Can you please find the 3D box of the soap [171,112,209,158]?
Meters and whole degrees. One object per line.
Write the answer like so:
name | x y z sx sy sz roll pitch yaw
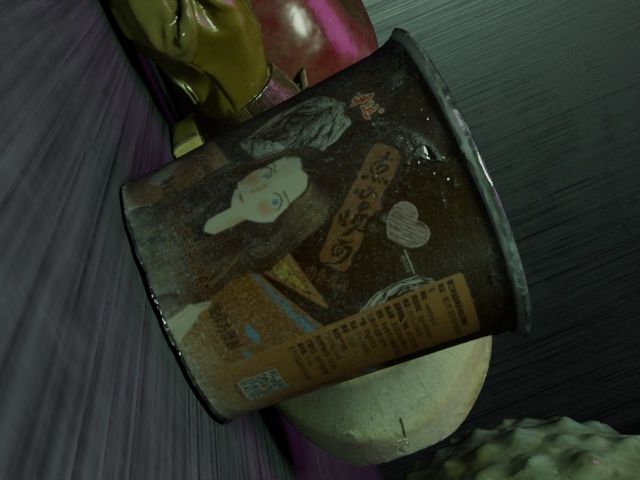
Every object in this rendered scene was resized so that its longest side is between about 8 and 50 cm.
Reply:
soap | -0.096 -0.011 1.058 0.092 0.037 0.252 -115 -178 -66

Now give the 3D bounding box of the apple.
apple | -0.091 -0.263 1.251 0.344 0.269 0.344 50 22 -28

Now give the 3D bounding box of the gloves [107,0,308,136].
gloves | -0.128 -0.227 0.950 0.154 0.141 0.331 -97 163 -48

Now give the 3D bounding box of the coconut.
coconut | 0.041 0.085 0.892 0.230 0.227 0.227 69 -1 -64

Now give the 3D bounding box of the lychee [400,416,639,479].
lychee | 0.107 0.213 0.480 0.274 0.255 0.255 -2 66 -58

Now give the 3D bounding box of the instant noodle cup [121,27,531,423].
instant noodle cup | 0.000 0.000 0.643 0.217 0.208 0.217 -24 90 -90
